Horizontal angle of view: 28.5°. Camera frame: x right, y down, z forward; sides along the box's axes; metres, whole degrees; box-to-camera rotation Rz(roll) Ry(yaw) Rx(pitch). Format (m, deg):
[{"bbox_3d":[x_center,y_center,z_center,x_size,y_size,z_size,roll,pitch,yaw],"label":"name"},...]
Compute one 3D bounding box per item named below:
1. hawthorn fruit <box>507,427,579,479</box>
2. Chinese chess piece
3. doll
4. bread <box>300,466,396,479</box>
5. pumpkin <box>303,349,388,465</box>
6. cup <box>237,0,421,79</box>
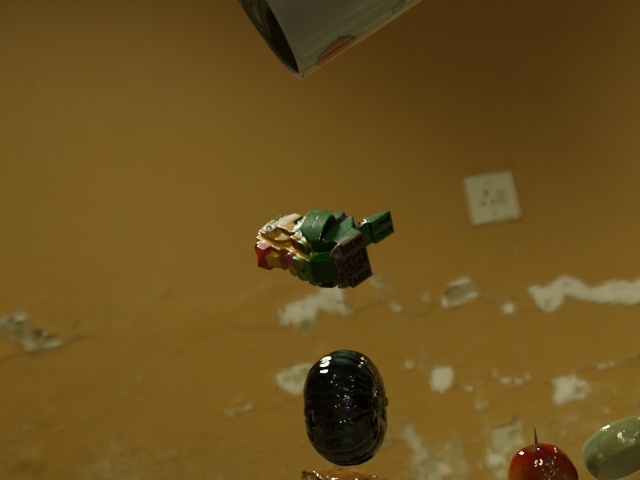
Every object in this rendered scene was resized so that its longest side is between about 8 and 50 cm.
[{"bbox_3d":[0.390,0.411,2.221,0.125,0.140,0.125,-9,-23,-4],"label":"hawthorn fruit"},{"bbox_3d":[0.534,0.368,2.233,0.144,0.058,0.144,-16,-36,-12],"label":"Chinese chess piece"},{"bbox_3d":[-0.003,0.005,1.823,0.186,0.106,0.134,3,39,24],"label":"doll"},{"bbox_3d":[0.101,0.535,2.292,0.179,0.194,0.340,5,8,-31],"label":"bread"},{"bbox_3d":[0.048,0.282,2.134,0.140,0.202,0.202,-10,-8,14],"label":"pumpkin"},{"bbox_3d":[0.059,-0.322,1.183,0.317,0.212,0.212,-32,-8,-4],"label":"cup"}]
